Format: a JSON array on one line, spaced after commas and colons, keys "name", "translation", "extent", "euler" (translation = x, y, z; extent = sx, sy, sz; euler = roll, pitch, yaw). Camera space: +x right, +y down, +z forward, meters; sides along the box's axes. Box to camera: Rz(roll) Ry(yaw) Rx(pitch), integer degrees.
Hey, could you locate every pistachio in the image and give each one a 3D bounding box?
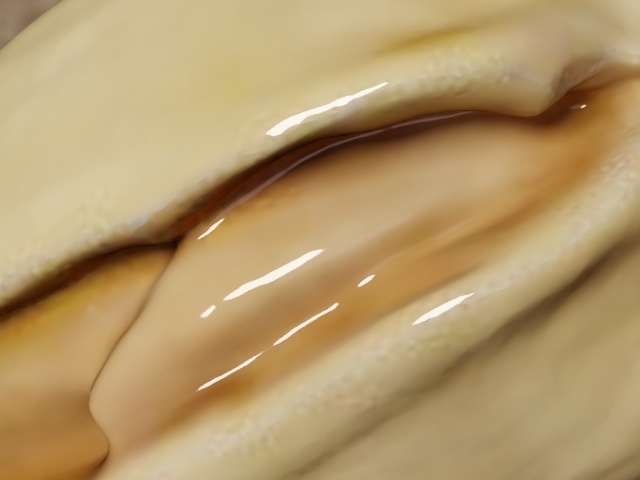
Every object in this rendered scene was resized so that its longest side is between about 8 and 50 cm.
[{"name": "pistachio", "translation": [0.000, 0.000, 0.431], "extent": [0.318, 0.214, 0.193], "euler": [-25, 86, 8]}]
